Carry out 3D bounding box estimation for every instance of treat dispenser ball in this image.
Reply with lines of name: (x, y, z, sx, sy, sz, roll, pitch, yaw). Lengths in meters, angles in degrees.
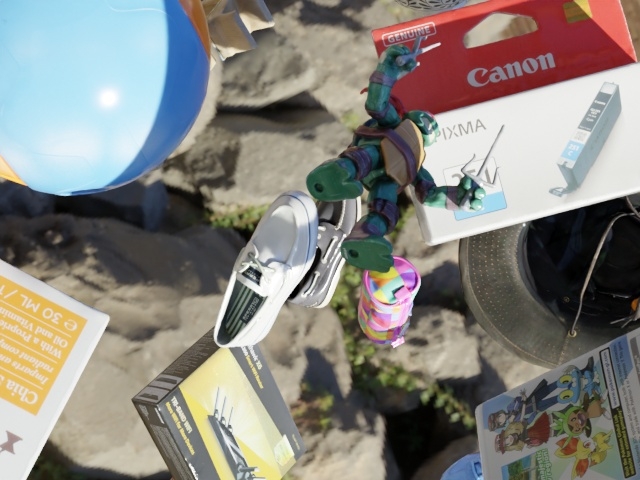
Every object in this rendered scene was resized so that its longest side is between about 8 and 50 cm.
treat dispenser ball: (-0.254, -0.190, 1.037, 0.288, 0.288, 0.288, 50, 27, -38)

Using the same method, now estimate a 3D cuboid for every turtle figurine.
turtle figurine: (0.080, -0.082, 0.986, 0.175, 0.118, 0.234, 49, 48, -10)

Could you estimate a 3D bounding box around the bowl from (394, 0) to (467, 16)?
bowl: (0.149, -0.341, 1.322, 0.170, 0.170, 0.080, -86, 163, -49)

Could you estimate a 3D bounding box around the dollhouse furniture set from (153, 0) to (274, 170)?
dollhouse furniture set: (-0.328, -0.346, 1.500, 0.394, 0.256, 0.362, 57, 47, -32)

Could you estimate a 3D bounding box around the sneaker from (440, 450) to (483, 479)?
sneaker: (0.292, 0.364, 1.691, 0.082, 0.209, 0.069, 62, 10, -60)

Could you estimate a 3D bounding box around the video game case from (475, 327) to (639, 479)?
video game case: (0.254, 0.219, 0.770, 0.036, 0.300, 0.329, 29, 43, -33)

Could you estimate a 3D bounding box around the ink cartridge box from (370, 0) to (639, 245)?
ink cartridge box: (0.229, -0.156, 1.151, 0.066, 0.296, 0.261, 83, -8, -86)

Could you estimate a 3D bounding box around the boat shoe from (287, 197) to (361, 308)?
boat shoe: (0.000, 0.000, 1.463, 0.065, 0.075, 0.206, 3, 108, -43)

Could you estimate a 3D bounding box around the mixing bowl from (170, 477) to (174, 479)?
mixing bowl: (-0.274, 0.571, 2.306, 0.181, 0.181, 0.098, 50, 37, -37)

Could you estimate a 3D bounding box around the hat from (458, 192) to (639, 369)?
hat: (0.341, 0.009, 1.268, 0.331, 0.331, 0.134, 65, 17, -6)

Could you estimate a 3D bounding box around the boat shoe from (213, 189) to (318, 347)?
boat shoe: (-0.069, 0.045, 1.294, 0.083, 0.226, 0.076, 28, 23, 21)

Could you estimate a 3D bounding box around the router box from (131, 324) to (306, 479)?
router box: (-0.175, 0.338, 1.866, 0.243, 0.081, 0.309, -43, 121, -37)

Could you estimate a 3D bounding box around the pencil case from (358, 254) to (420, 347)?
pencil case: (0.119, 0.108, 1.790, 0.236, 0.104, 0.104, 84, -7, -68)

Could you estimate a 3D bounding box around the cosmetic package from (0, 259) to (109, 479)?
cosmetic package: (-0.419, 0.228, 1.018, 0.230, 0.161, 0.453, 29, 53, -11)
